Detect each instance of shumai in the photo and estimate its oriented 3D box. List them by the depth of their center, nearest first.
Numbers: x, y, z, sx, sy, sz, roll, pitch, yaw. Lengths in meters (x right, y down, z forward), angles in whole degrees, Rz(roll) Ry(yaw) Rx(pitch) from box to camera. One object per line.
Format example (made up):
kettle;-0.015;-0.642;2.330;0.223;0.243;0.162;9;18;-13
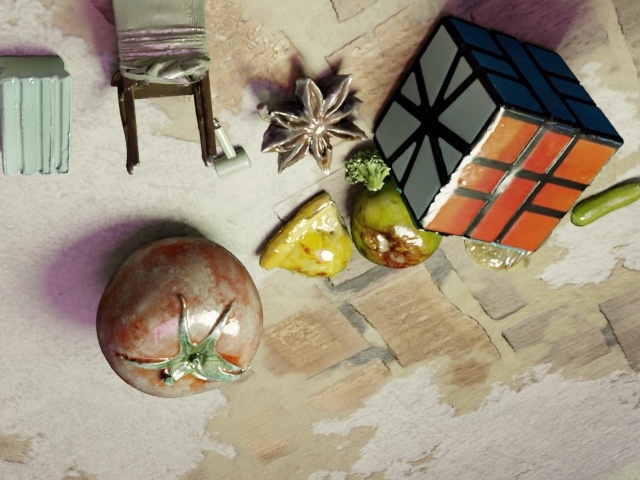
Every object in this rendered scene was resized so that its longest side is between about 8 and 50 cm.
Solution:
shumai;0.390;-0.019;2.013;0.209;0.161;0.153;-53;167;-8

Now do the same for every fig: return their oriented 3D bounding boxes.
fig;0.157;-0.037;1.878;0.191;0.181;0.181;-23;145;-39

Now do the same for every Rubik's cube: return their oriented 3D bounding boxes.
Rubik's cube;0.296;-0.181;1.693;0.283;0.288;0.293;12;127;-31

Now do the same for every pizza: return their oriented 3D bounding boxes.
pizza;0.003;0.006;1.924;0.188;0.080;0.204;15;125;-32

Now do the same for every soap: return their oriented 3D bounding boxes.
soap;-0.461;-0.199;1.557;0.115;0.063;0.198;-3;134;-20

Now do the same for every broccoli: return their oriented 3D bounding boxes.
broccoli;0.104;-0.130;1.812;0.097;0.092;0.095;14;155;-37

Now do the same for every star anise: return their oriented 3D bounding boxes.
star anise;-0.026;-0.212;1.690;0.262;0.081;0.230;11;130;-43

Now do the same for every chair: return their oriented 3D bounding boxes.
chair;-0.251;-0.275;1.515;0.160;0.319;0.186;-7;180;-12

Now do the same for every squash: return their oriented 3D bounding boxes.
squash;0.624;-0.082;2.081;0.183;0.052;0.052;-25;137;7

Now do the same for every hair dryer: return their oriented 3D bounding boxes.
hair dryer;-0.173;-0.168;1.718;0.063;0.038;0.124;-22;131;3

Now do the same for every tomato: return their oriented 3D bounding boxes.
tomato;-0.264;0.149;1.821;0.317;0.282;0.316;-11;134;-12
